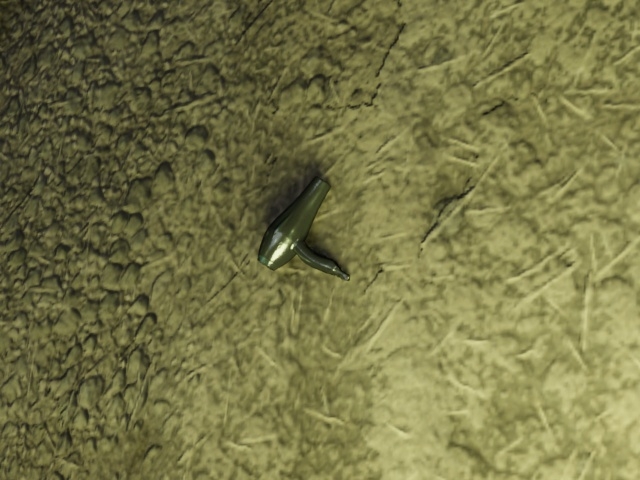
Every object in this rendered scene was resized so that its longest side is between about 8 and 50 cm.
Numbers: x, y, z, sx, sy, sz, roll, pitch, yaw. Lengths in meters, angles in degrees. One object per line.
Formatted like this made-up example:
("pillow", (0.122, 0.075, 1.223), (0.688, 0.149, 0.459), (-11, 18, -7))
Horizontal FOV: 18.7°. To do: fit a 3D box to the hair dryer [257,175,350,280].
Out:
("hair dryer", (0.000, 0.000, 1.455), (0.083, 0.031, 0.079), (33, 85, 30))
